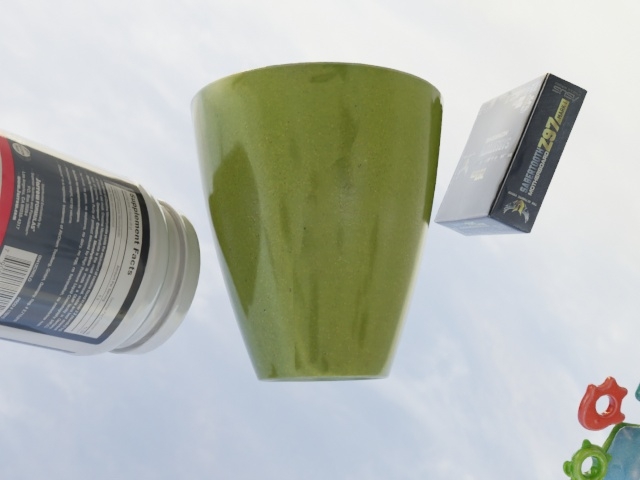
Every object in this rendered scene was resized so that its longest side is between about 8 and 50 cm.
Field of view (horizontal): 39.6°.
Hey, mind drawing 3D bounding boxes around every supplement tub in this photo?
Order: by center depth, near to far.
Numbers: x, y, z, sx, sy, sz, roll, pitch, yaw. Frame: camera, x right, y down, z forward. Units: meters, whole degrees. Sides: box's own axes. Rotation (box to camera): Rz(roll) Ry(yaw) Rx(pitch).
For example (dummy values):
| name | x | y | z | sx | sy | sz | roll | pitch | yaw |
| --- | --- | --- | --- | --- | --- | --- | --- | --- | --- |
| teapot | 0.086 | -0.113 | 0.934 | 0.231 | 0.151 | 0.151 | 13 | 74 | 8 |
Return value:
| name | x | y | z | sx | sy | sz | roll | pitch | yaw |
| --- | --- | --- | --- | --- | --- | --- | --- | --- | --- |
| supplement tub | -0.272 | 0.007 | 0.864 | 0.272 | 0.191 | 0.191 | 22 | -137 | -47 |

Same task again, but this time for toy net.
| name | x | y | z | sx | sy | sz | roll | pitch | yaw |
| --- | --- | --- | --- | --- | --- | --- | --- | --- | --- |
| toy net | 0.264 | 0.099 | 0.703 | 0.122 | 0.232 | 0.045 | 21 | 179 | -15 |

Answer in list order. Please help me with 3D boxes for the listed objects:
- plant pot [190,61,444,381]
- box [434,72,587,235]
| name | x | y | z | sx | sy | sz | roll | pitch | yaw |
| --- | --- | --- | --- | --- | --- | --- | --- | --- | --- |
| plant pot | 0.000 | 0.000 | 0.940 | 0.275 | 0.275 | 0.293 | 8 | -104 | -43 |
| box | 0.230 | -0.098 | 1.117 | 0.059 | 0.183 | 0.233 | 23 | 177 | -7 |
